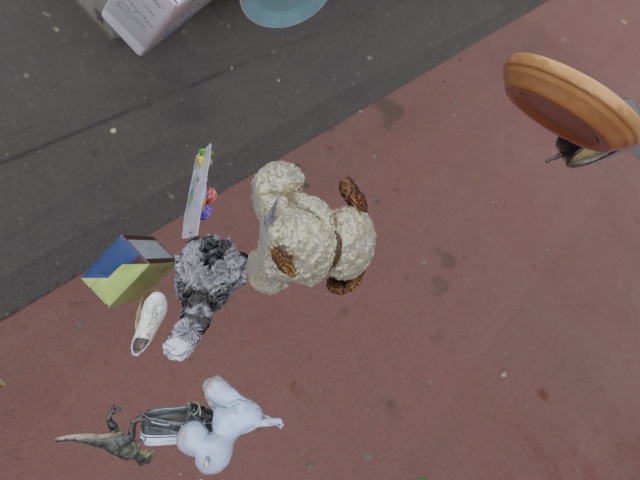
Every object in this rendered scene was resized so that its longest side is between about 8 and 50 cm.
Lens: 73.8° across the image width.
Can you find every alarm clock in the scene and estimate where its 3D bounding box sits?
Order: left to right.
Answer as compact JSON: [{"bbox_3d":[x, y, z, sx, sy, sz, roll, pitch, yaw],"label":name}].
[{"bbox_3d":[0.488,-0.185,0.724,0.192,0.129,0.064,-10,69,-16],"label":"alarm clock"}]

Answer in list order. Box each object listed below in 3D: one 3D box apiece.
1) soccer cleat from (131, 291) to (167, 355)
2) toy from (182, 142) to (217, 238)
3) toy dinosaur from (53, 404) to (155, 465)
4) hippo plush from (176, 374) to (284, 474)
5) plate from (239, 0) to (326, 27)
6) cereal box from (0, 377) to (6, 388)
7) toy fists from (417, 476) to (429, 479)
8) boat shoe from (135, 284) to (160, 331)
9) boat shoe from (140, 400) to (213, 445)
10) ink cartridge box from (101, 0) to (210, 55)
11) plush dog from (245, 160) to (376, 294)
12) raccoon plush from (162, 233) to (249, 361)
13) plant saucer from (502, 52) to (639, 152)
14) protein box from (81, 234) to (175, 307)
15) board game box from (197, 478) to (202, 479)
[{"bbox_3d":[-0.486,0.238,1.209,0.068,0.196,0.076,21,16,-19],"label":"soccer cleat"},{"bbox_3d":[-0.307,-0.122,1.122,0.056,0.137,0.237,8,82,-32],"label":"toy"},{"bbox_3d":[-0.527,0.506,1.115,0.268,0.064,0.118,37,64,-32],"label":"toy dinosaur"},{"bbox_3d":[-0.299,0.591,1.315,0.294,0.234,0.237,30,64,13],"label":"hippo plush"},{"bbox_3d":[-0.064,-0.477,0.801,0.188,0.188,0.024,-14,78,-24],"label":"plate"},{"bbox_3d":[-0.810,0.233,0.942,0.240,0.173,0.047,46,56,4],"label":"cereal box"},{"bbox_3d":[0.177,0.610,0.856,0.142,0.279,0.096,-25,29,-33],"label":"toy fists"},{"bbox_3d":[-0.572,0.229,1.395,0.063,0.059,0.170,23,56,-26],"label":"boat shoe"},{"bbox_3d":[-0.446,0.622,1.471,0.335,0.121,0.119,-3,104,-18],"label":"boat shoe"},{"bbox_3d":[-0.088,-0.357,0.469,0.066,0.261,0.296,47,62,-25],"label":"ink cartridge box"},{"bbox_3d":[0.000,0.000,0.771,0.225,0.263,0.210,-3,20,-25],"label":"plush dog"},{"bbox_3d":[-0.385,0.184,1.380,0.216,0.299,0.446,27,61,6],"label":"raccoon plush"},{"bbox_3d":[0.325,-0.176,0.569,0.200,0.037,0.200,33,16,-11],"label":"plant saucer"},{"bbox_3d":[-0.633,0.098,1.433,0.136,0.201,0.200,45,94,6],"label":"protein box"},{"bbox_3d":[-0.356,0.801,1.263,0.026,0.103,0.154,-5,59,-33],"label":"board game box"}]
